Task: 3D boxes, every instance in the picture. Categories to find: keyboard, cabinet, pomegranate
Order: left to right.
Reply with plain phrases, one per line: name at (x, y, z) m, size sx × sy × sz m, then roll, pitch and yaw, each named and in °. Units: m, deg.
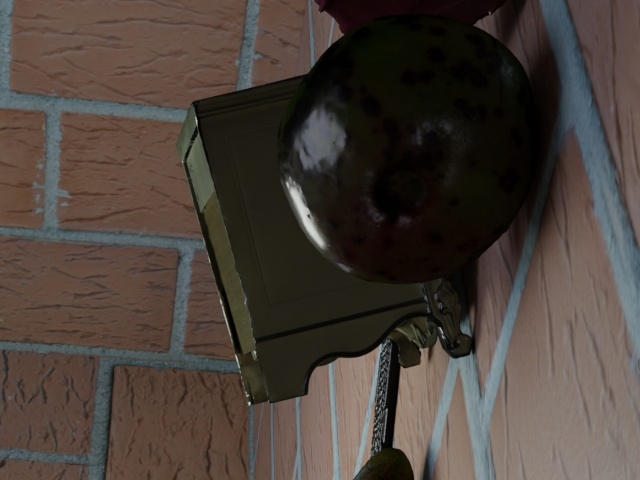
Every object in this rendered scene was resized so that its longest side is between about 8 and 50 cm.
cabinet at (0.000, 0.000, 1.864) m, size 0.290 × 0.227 × 0.318 m, roll 142°, pitch 114°, yaw -79°
keyboard at (0.080, 0.231, 2.247) m, size 0.106 × 0.016 × 0.262 m, roll -142°, pitch 56°, yaw -82°
pomegranate at (0.098, -0.095, 1.570) m, size 0.306 × 0.242 × 0.242 m, roll -34°, pitch -42°, yaw -55°

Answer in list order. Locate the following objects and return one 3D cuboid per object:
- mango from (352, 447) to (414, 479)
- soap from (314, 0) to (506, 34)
mango at (0.040, 0.384, 1.979) m, size 0.193 × 0.146 × 0.316 m, roll -101°, pitch 31°, yaw -66°
soap at (0.111, -0.297, 1.620) m, size 0.289 × 0.182 × 0.112 m, roll -33°, pitch 41°, yaw 39°
